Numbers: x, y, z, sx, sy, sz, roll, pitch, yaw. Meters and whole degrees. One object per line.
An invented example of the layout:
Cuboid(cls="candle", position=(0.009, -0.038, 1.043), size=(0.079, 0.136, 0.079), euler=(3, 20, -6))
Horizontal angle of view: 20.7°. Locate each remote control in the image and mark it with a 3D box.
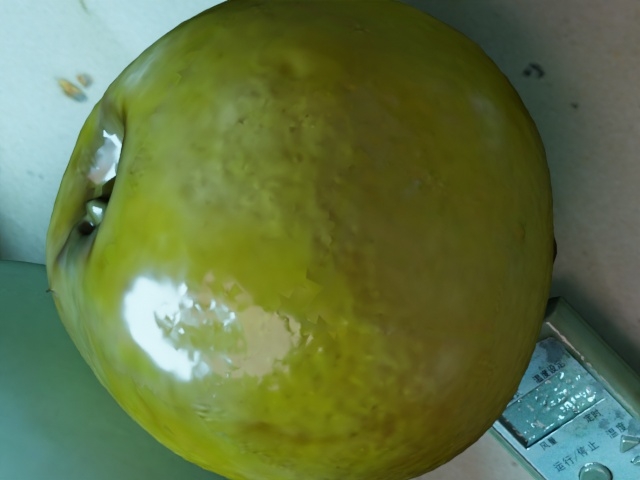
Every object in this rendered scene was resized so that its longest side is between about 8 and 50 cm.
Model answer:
Cuboid(cls="remote control", position=(0.185, 0.138, 1.039), size=(0.233, 0.038, 0.098), euler=(46, 127, -5))

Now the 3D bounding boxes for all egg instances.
Cuboid(cls="egg", position=(-0.166, 0.161, 1.082), size=(0.389, 0.276, 0.276), euler=(30, 136, -29))

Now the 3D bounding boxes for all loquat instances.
Cuboid(cls="loquat", position=(0.000, 0.000, 0.924), size=(0.275, 0.275, 0.274), euler=(13, 128, 18))
